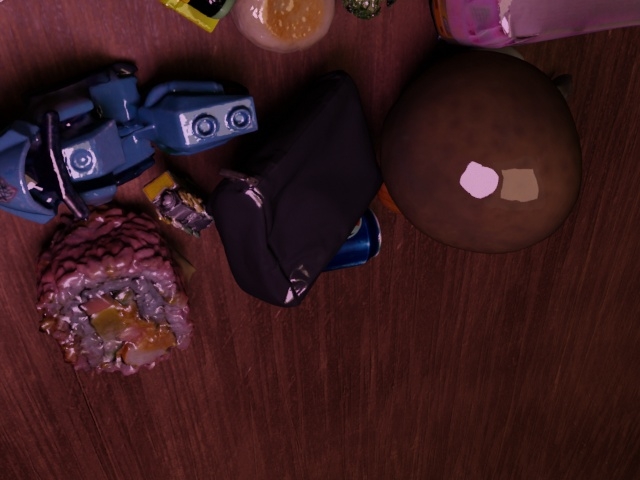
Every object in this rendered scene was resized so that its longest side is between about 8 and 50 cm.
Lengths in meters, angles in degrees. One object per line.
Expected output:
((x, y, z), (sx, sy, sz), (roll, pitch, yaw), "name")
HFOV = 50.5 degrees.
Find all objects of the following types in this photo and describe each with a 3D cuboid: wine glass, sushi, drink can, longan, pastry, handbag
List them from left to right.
((-0.315, 0.079, 1.083), (0.236, 0.171, 0.270), (-23, 135, -9), "sushi")
((-0.051, -0.337, 0.944), (0.156, 0.092, 0.156), (-16, 127, -23), "pastry")
((-0.054, -0.092, 1.029), (0.302, 0.178, 0.275), (-54, 140, -29), "handbag")
((0.000, 0.000, 1.216), (0.205, 0.118, 0.118), (-10, 129, -22), "drink can")
((0.244, -0.132, 1.044), (0.319, 0.319, 0.319), (-14, 130, -17), "longan")
((0.335, -0.302, 1.185), (0.262, 0.074, 0.074), (15, 117, -32), "wine glass")

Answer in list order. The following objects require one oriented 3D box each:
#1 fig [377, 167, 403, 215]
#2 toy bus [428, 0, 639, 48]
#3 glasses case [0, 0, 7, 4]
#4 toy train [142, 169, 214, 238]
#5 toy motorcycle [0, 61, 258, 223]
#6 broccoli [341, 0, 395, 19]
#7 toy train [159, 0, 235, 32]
((0.162, -0.095, 1.213), (0.119, 0.153, 0.119), (-3, 108, -8), "fig")
((0.364, -0.393, 1.035), (0.386, 0.162, 0.171), (-14, 111, -16), "toy bus")
((-0.439, -0.278, 0.783), (0.193, 0.102, 0.070), (-31, 127, -1), "glasses case")
((-0.210, -0.057, 1.034), (0.060, 0.081, 0.202), (-36, 170, 1), "toy train")
((-0.277, -0.128, 0.893), (0.416, 0.232, 0.172), (-15, 119, -17), "toy motorcycle")
((0.077, -0.399, 0.912), (0.195, 0.156, 0.195), (-22, 132, -27), "broccoli")
((-0.221, -0.352, 0.799), (0.296, 0.160, 0.100), (24, 105, -38), "toy train")
